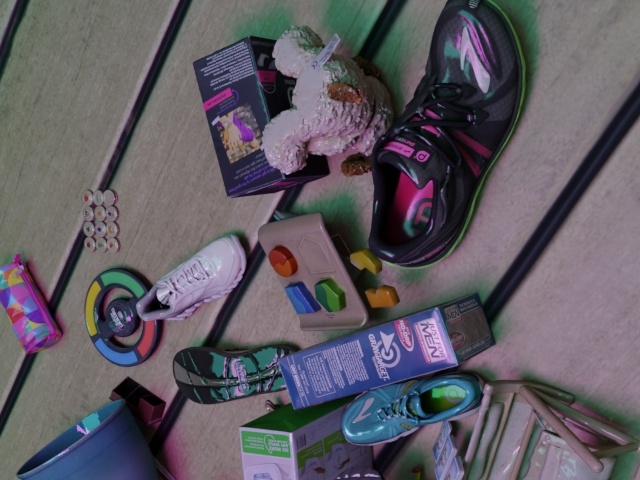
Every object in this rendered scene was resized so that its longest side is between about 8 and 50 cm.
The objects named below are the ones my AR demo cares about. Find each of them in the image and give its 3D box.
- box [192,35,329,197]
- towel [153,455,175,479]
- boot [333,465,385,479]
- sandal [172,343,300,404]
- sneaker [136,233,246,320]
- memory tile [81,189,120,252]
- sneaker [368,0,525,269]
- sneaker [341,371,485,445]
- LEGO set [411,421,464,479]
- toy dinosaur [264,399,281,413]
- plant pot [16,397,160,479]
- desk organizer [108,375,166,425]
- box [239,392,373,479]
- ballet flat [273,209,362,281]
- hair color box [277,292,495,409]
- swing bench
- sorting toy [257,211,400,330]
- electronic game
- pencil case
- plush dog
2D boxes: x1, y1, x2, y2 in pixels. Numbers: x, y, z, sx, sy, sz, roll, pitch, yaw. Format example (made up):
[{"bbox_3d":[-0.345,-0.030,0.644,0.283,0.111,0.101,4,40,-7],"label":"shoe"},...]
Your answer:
[{"bbox_3d":[-0.110,-0.230,1.655,0.143,0.165,0.270,-15,89,32],"label":"box"},{"bbox_3d":[-0.489,0.613,2.086,0.237,0.037,0.329,38,114,21],"label":"towel"},{"bbox_3d":[0.076,0.566,1.572,0.118,0.223,0.338,14,87,31],"label":"boot"},{"bbox_3d":[-0.168,0.275,1.816,0.303,0.086,0.120,-4,89,18],"label":"sandal"},{"bbox_3d":[-0.270,0.089,1.830,0.292,0.118,0.110,-39,74,28],"label":"sneaker"},{"bbox_3d":[-0.509,-0.044,2.023,0.113,0.012,0.148,2,97,32],"label":"memory tile"},{"bbox_3d":[0.201,-0.167,1.447,0.185,0.202,0.482,21,107,28],"label":"sneaker"},{"bbox_3d":[0.158,0.292,1.556,0.275,0.110,0.107,-22,78,15],"label":"sneaker"},{"bbox_3d":[0.181,0.455,1.563,0.060,0.182,0.244,16,109,-6],"label":"LEGO set"},{"bbox_3d":[-0.075,0.461,1.773,0.064,0.118,0.268,-3,101,-9],"label":"toy dinosaur"},{"bbox_3d":[-0.473,0.529,1.910,0.272,0.272,0.255,-30,96,32],"label":"plant pot"},{"bbox_3d":[-0.418,0.367,2.001,0.130,0.047,0.050,27,108,26],"label":"desk organizer"},{"bbox_3d":[-0.014,0.425,1.628,0.127,0.262,0.231,-2,97,33],"label":"box"},{"bbox_3d":[0.000,0.000,1.687,0.068,0.072,0.213,-44,72,0],"label":"ballet flat"},{"bbox_3d":[0.115,0.201,1.567,0.347,0.174,0.105,-23,84,33],"label":"hair color box"},{"bbox_3d":[0.368,0.395,1.435,0.255,0.165,0.253,34,116,49],"label":"swing bench"},{"bbox_3d":[0.005,0.062,1.612,0.307,0.041,0.229,-10,106,53],"label":"sorting toy"},{"bbox_3d":[-0.455,0.177,1.998,0.229,0.048,0.229,4,98,32],"label":"electronic game"},{"bbox_3d":[-0.722,0.158,2.136,0.104,0.104,0.236,-36,79,31],"label":"pencil case"},{"bbox_3d":[0.045,-0.234,1.525,0.211,0.225,0.262,3,86,40],"label":"plush dog"}]
